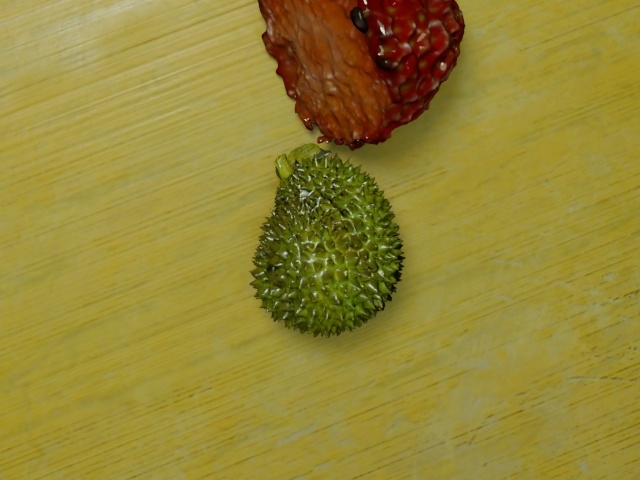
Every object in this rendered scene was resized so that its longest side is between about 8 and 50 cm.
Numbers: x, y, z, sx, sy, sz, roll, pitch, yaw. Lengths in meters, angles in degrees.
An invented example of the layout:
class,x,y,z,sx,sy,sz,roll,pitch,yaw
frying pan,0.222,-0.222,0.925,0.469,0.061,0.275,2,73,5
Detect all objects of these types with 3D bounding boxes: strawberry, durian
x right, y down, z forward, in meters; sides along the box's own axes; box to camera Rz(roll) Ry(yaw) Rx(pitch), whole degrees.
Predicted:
class,x,y,z,sx,sy,sz,roll,pitch,yaw
strawberry,0.055,-0.222,1.076,0.178,0.234,0.234,-32,100,-25
durian,0.013,0.006,1.111,0.159,0.146,0.198,12,95,-8
